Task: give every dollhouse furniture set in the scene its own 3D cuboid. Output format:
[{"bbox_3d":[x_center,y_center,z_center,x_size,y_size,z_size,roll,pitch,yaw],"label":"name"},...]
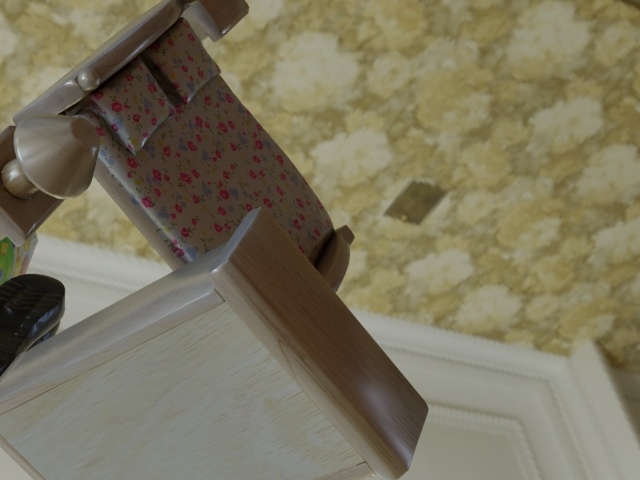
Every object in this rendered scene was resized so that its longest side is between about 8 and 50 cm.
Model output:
[{"bbox_3d":[0.000,0.000,0.605,0.303,0.174,0.355,52,-144,-17],"label":"dollhouse furniture set"}]

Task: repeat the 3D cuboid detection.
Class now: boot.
[{"bbox_3d":[-0.274,0.132,0.907,0.077,0.137,0.198,21,-147,20],"label":"boot"}]

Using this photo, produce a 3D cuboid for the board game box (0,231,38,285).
[{"bbox_3d":[-0.417,0.068,1.171,0.142,0.144,0.275,11,-121,2],"label":"board game box"}]
